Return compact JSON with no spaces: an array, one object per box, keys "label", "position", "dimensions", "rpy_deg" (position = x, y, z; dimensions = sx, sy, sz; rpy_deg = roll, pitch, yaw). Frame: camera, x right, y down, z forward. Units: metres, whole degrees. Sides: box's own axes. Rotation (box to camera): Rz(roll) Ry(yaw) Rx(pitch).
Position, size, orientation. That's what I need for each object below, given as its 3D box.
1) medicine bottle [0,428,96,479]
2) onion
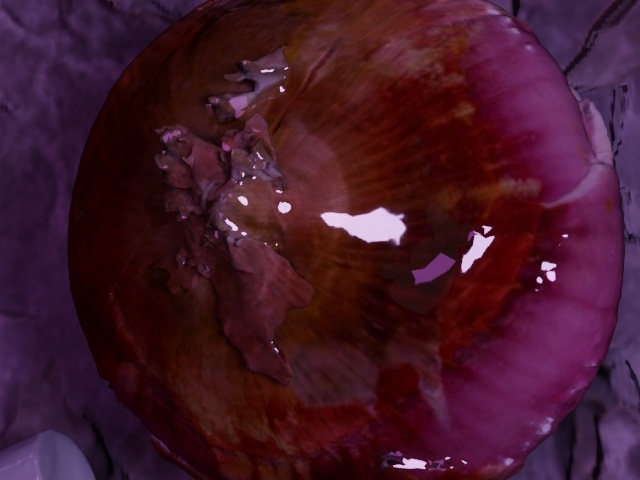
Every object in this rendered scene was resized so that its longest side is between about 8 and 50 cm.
[{"label":"medicine bottle","position":[-0.253,0.171,0.868],"dimensions":[0.352,0.110,0.110],"rpy_deg":[-26,74,19]},{"label":"onion","position":[0.000,0.000,0.752],"dimensions":[0.230,0.163,0.230],"rpy_deg":[-1,86,15]}]
